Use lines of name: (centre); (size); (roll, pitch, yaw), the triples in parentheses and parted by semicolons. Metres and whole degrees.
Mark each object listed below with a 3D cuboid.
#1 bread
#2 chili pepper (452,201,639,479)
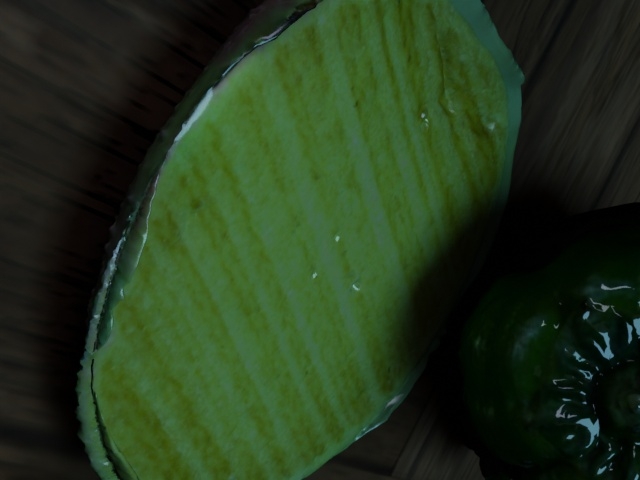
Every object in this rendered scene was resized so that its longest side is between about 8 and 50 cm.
bread: (-0.003, 0.005, 0.629); (0.301, 0.045, 0.301); (-33, 138, -36)
chili pepper: (0.179, 0.064, 0.801); (0.385, 0.213, 0.167); (8, 72, -79)
